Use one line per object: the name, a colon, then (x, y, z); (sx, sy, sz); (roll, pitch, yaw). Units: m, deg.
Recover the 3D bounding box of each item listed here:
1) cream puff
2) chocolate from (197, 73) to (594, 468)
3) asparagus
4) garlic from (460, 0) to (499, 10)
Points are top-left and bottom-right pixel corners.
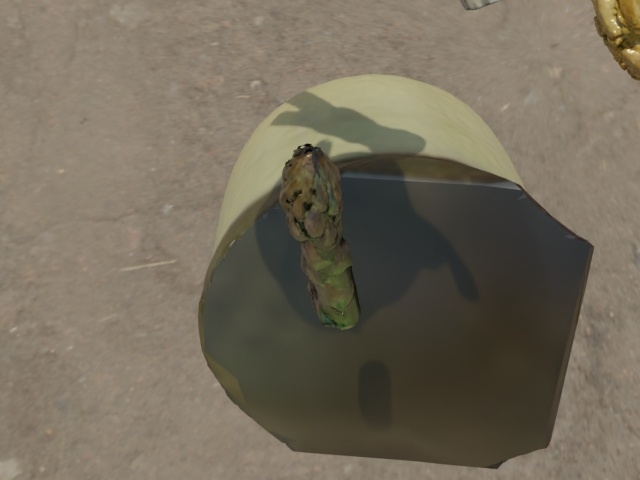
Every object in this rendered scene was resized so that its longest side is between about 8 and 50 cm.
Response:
cream puff: (0.333, -0.217, 1.000); (0.189, 0.189, 0.129); (52, 140, -1)
chocolate: (0.067, -0.001, 0.984); (0.326, 0.297, 0.314); (5, 128, 7)
asparagus: (0.001, 0.000, 0.529); (0.030, 0.165, 0.036); (2, 64, 8)
garlic: (-0.014, -0.144, 0.422); (0.194, 0.131, 0.127); (28, 113, -21)
